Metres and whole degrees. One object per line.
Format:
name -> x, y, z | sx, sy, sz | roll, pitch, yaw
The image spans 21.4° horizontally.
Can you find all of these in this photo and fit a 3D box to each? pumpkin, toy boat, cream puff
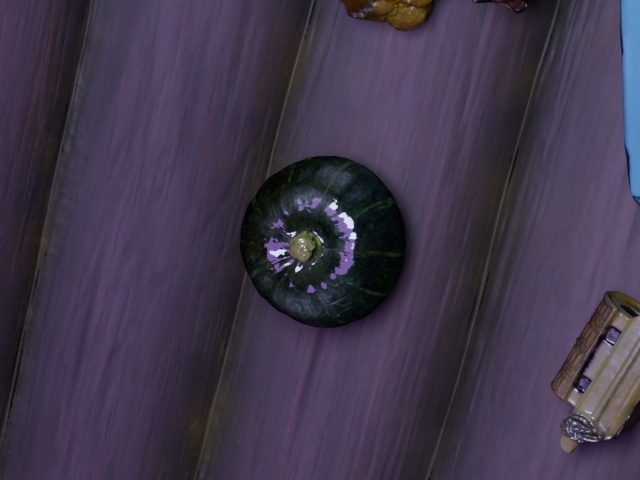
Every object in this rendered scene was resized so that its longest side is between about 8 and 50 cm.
pumpkin -> 0.001, 0.000, 1.644 | 0.167, 0.125, 0.167 | -6, 82, 43
toy boat -> 0.281, 0.095, 1.550 | 0.088, 0.068, 0.226 | 36, 112, 25
cream puff -> 0.062, -0.258, 1.598 | 0.122, 0.094, 0.116 | 61, 158, 16

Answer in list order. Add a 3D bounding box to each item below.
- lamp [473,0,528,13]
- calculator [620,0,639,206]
lamp -> 0.155, -0.331, 1.497 | 0.180, 0.180, 0.258 | -10, 91, 27
calculator -> 0.337, -0.138, 1.465 | 0.173, 0.051, 0.293 | 10, 114, 38
